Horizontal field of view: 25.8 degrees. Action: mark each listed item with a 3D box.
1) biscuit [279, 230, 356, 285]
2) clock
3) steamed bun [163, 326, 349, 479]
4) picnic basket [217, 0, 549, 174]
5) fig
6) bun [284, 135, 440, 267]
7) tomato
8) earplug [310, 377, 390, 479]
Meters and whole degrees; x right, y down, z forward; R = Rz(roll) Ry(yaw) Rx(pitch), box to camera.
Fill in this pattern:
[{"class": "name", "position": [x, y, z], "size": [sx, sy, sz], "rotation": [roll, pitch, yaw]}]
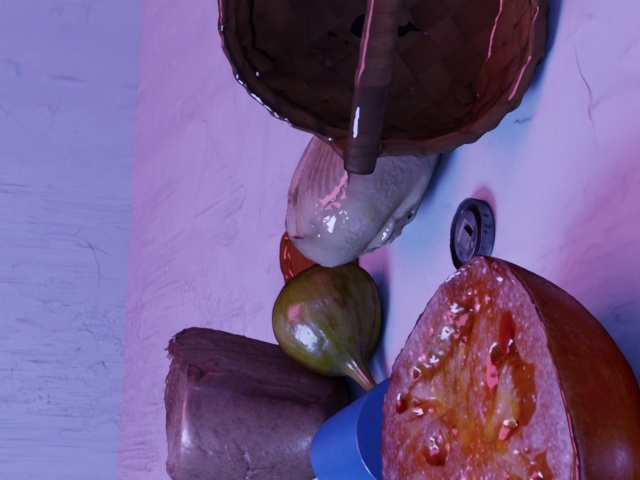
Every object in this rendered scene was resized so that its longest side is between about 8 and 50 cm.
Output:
[{"class": "biscuit", "position": [0.000, 0.000, 1.962], "size": [0.284, 0.043, 0.306], "rotation": [-118, 38, -58]}, {"class": "clock", "position": [0.165, -0.005, 1.524], "size": [0.085, 0.017, 0.085], "rotation": [-175, 90, -71]}, {"class": "steamed bun", "position": [-0.098, 0.243, 1.858], "size": [0.301, 0.252, 0.199], "rotation": [-122, 43, -78]}, {"class": "picnic basket", "position": [0.059, -0.211, 1.369], "size": [0.337, 0.337, 0.293], "rotation": [-128, 44, -63]}, {"class": "fig", "position": [0.039, 0.136, 1.752], "size": [0.245, 0.149, 0.149], "rotation": [55, 140, 34]}, {"class": "bun", "position": [0.053, -0.073, 1.667], "size": [0.239, 0.141, 0.239], "rotation": [-55, 15, 22]}, {"class": "tomato", "position": [0.185, 0.191, 1.225], "size": [0.338, 0.144, 0.338], "rotation": [-178, 90, -67]}, {"class": "earplug", "position": [0.063, 0.238, 1.604], "size": [0.273, 0.132, 0.132], "rotation": [139, 133, -69]}]
